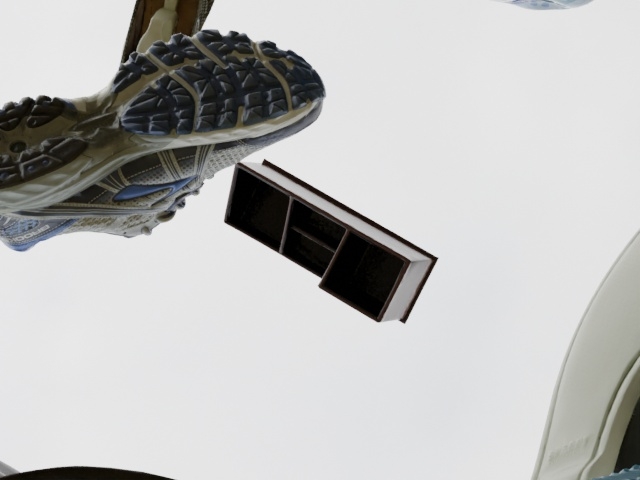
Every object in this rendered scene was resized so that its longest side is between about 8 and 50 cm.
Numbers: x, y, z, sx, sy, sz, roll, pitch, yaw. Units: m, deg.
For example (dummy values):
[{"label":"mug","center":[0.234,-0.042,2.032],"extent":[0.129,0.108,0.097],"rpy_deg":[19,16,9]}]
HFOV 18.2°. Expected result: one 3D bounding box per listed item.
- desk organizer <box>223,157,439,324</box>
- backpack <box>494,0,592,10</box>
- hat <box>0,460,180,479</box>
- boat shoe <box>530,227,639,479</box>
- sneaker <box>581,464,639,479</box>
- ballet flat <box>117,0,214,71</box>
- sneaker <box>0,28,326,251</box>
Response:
[{"label":"desk organizer","center":[0.000,0.000,1.210],"extent":[0.130,0.050,0.047],"rpy_deg":[30,-80,18]},{"label":"backpack","center":[0.185,-0.375,1.693],"extent":[0.273,0.290,0.355],"rpy_deg":[-8,-74,-34]},{"label":"hat","center":[-0.164,0.192,1.011],"extent":[0.331,0.331,0.134],"rpy_deg":[-8,-136,-28]},{"label":"boat shoe","center":[0.218,0.121,1.275],"extent":[0.113,0.127,0.340],"rpy_deg":[32,-119,-15]},{"label":"sneaker","center":[0.154,0.181,1.103],"extent":[0.229,0.087,0.092],"rpy_deg":[-8,-82,-22]},{"label":"ballet flat","center":[-0.075,-0.117,0.999],"extent":[0.041,0.041,0.114],"rpy_deg":[13,-87,-23]},{"label":"sneaker","center":[-0.063,-0.033,0.721],"extent":[0.135,0.058,0.052],"rpy_deg":[-16,-129,-5]}]
